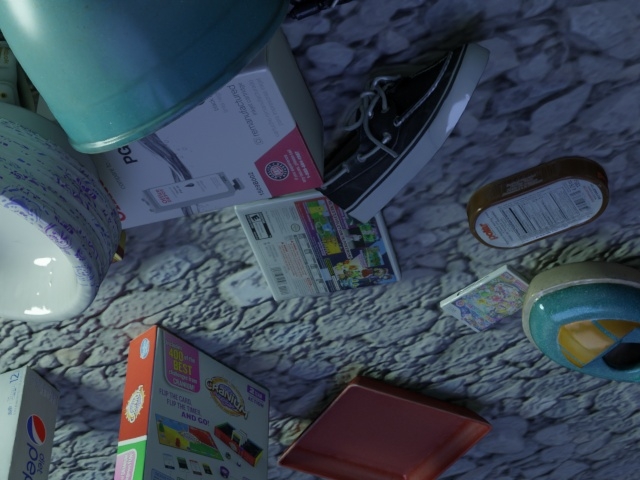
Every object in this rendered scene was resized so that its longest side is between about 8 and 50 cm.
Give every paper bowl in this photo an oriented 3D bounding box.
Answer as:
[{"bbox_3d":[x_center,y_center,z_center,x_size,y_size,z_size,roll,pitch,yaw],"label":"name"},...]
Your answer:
[{"bbox_3d":[-0.358,-0.043,1.466,0.284,0.148,0.284,12,146,8],"label":"paper bowl"}]

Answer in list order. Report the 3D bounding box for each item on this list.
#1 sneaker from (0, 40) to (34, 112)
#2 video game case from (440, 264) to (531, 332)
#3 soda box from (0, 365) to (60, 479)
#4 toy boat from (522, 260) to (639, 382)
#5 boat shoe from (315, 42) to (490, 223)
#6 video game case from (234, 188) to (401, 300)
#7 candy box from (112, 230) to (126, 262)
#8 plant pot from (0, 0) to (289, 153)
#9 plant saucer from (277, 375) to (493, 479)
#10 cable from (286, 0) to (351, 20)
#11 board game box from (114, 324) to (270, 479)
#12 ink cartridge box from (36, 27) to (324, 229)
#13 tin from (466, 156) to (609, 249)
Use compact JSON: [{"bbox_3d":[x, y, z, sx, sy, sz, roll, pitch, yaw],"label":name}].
[{"bbox_3d":[-0.426,-0.211,1.468,0.169,0.108,0.292,-13,147,11],"label":"sneaker"},{"bbox_3d":[0.244,0.084,1.877,0.122,0.011,0.087,-33,130,32],"label":"video game case"},{"bbox_3d":[-0.463,0.334,1.945,0.098,0.286,0.091,-19,137,20],"label":"soda box"},{"bbox_3d":[0.426,0.089,1.778,0.267,0.148,0.318,18,135,-23],"label":"toy boat"},{"bbox_3d":[0.084,-0.139,1.550,0.105,0.113,0.306,31,143,-9],"label":"boat shoe"},{"bbox_3d":[0.000,0.000,1.770,0.183,0.023,0.201,-10,137,10],"label":"video game case"},{"bbox_3d":[-0.365,0.005,1.747,0.186,0.053,0.109,-17,136,20],"label":"candy box"},{"bbox_3d":[-0.211,-0.270,1.296,0.271,0.272,0.255,-23,119,24],"label":"plant pot"},{"bbox_3d":[0.099,0.310,2.109,0.258,0.048,0.259,19,135,-21],"label":"plant saucer"},{"bbox_3d":[-0.004,-0.313,1.391,0.150,0.047,0.184,-7,138,7],"label":"cable"},{"bbox_3d":[-0.179,0.310,1.900,0.064,0.316,0.242,-31,130,31],"label":"board game box"},{"bbox_3d":[-0.158,-0.136,1.538,0.283,0.117,0.207,-12,138,13],"label":"ink cartridge box"},{"bbox_3d":[0.281,-0.046,1.711,0.189,0.040,0.106,-21,131,22],"label":"tin"}]
